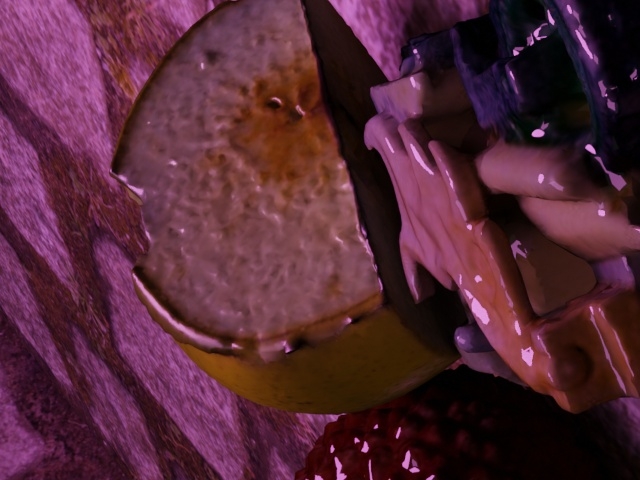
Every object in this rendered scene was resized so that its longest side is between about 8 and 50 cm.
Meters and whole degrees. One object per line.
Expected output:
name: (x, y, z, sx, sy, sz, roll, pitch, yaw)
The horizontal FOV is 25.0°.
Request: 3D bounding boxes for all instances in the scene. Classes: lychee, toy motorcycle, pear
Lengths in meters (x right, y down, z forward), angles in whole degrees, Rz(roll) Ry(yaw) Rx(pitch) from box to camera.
lychee: (0.096, 0.236, 1.057, 0.264, 0.264, 0.300, 26, 114, 53)
toy motorcycle: (0.120, -0.028, 0.771, 0.410, 0.168, 0.237, 147, 98, -85)
pear: (0.000, 0.000, 0.969, 0.292, 0.159, 0.292, 49, -155, -32)
